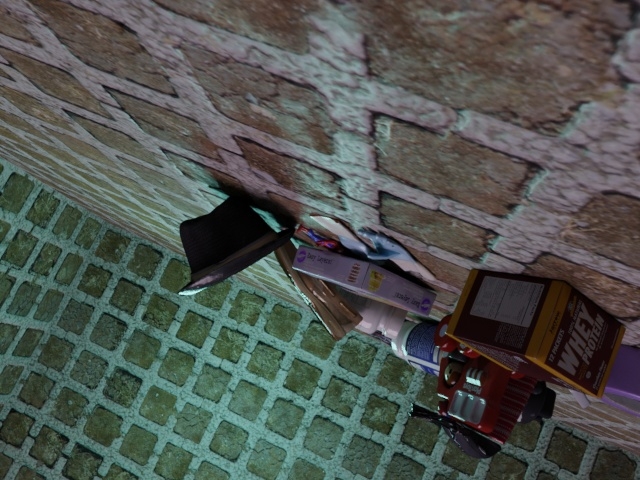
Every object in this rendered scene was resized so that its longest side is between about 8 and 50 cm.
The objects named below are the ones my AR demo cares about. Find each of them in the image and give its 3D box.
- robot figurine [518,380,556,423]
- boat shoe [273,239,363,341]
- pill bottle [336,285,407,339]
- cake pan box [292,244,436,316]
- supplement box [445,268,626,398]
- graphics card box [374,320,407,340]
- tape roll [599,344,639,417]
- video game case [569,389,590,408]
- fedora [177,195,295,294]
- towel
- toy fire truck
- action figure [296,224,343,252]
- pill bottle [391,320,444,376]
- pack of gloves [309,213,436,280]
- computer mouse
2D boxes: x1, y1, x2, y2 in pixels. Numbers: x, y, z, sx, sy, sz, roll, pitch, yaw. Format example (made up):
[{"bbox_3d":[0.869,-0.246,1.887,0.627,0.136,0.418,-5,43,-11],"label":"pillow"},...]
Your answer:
[{"bbox_3d":[0.612,0.486,1.896,0.278,0.209,0.173,25,-155,-1],"label":"robot figurine"},{"bbox_3d":[-0.010,0.107,1.555,0.341,0.110,0.122,57,172,-20],"label":"boat shoe"},{"bbox_3d":[0.128,0.193,1.679,0.229,0.131,0.131,23,169,9],"label":"pill bottle"},{"bbox_3d":[0.098,0.093,1.390,0.246,0.070,0.267,28,171,-40],"label":"cake pan box"},{"bbox_3d":[0.363,0.154,0.999,0.191,0.129,0.194,31,168,-29],"label":"supplement box"},{"bbox_3d":[0.258,0.329,2.145,0.371,0.094,0.233,26,169,-14],"label":"graphics card box"},{"bbox_3d":[0.656,0.294,1.132,0.275,0.090,0.275,25,169,5],"label":"tape roll"},{"bbox_3d":[0.473,0.241,1.188,0.201,0.023,0.183,39,-161,-53],"label":"video game case"},{"bbox_3d":[-0.216,-0.008,1.334,0.152,0.334,0.334,62,162,-6],"label":"fedora"},{"bbox_3d":[0.465,0.394,1.578,0.199,0.275,0.031,15,145,41],"label":"towel"},{"bbox_3d":[0.382,0.339,1.495,0.169,0.253,0.302,27,169,-12],"label":"toy fire truck"},{"bbox_3d":[0.000,0.000,1.330,0.115,0.030,0.038,23,164,-4],"label":"action figure"},{"bbox_3d":[0.350,0.335,1.813,0.153,0.153,0.265,31,167,-31],"label":"pill bottle"},{"bbox_3d":[0.102,0.030,1.200,0.195,0.046,0.232,14,165,40],"label":"pack of gloves"},{"bbox_3d":[0.336,0.498,1.511,0.184,0.060,0.262,9,159,49],"label":"computer mouse"}]
